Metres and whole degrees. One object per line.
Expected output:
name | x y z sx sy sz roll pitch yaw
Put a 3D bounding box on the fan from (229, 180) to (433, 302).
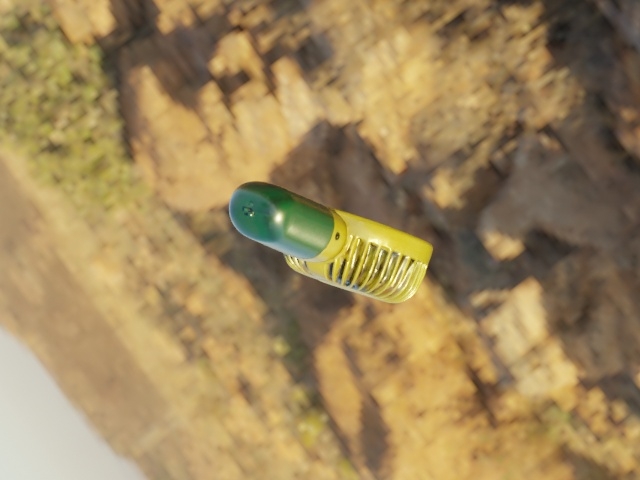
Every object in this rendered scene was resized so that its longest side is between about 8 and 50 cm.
fan | 0.000 0.000 0.988 0.082 0.039 0.155 17 177 33
